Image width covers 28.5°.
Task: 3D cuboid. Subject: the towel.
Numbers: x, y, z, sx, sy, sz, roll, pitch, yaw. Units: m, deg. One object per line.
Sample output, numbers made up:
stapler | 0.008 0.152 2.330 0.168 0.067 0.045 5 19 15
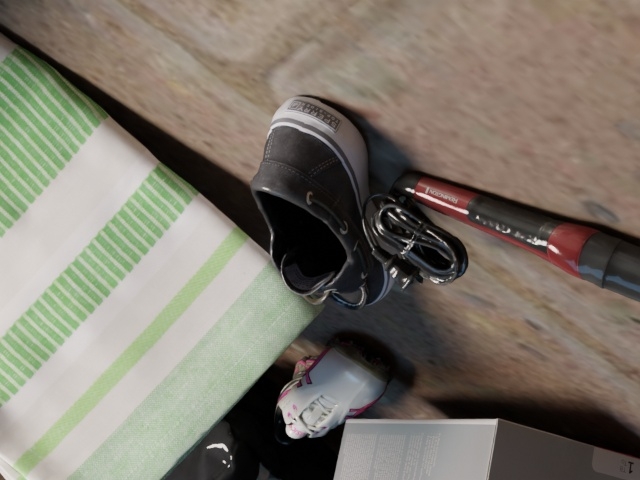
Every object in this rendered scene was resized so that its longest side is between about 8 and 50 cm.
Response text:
towel | -0.199 0.030 0.874 0.325 0.248 0.038 42 -178 -2

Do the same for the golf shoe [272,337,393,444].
golf shoe | 0.008 0.142 1.115 0.067 0.086 0.186 33 157 -5

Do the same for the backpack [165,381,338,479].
backpack | -0.082 0.272 1.325 0.355 0.273 0.290 26 -175 -41

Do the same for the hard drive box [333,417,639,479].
hard drive box | 0.142 0.207 1.021 0.181 0.089 0.232 19 165 -25

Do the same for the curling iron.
curling iron | 0.149 0.019 0.712 0.274 0.035 0.068 15 118 25

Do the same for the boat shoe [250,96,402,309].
boat shoe | 0.000 0.000 0.811 0.080 0.076 0.228 23 158 16
